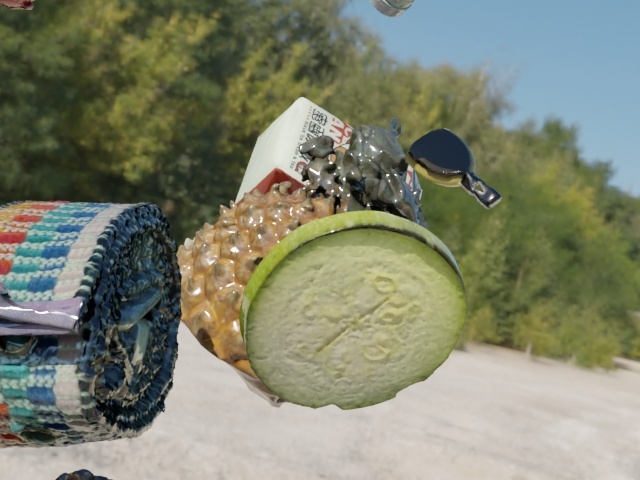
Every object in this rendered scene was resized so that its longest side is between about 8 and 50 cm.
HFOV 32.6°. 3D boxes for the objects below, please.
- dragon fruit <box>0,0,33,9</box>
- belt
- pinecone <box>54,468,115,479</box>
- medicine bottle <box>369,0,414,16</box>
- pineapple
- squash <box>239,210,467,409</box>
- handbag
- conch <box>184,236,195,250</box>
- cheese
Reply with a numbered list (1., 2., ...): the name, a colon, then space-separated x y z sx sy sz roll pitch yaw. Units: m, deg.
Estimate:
1. dragon fruit: -0.432 -0.394 1.604 0.068 0.112 0.126 6 -8 21
2. belt: -0.225 0.072 0.928 0.160 0.207 0.295 0 16 8
3. pinecone: -0.364 0.441 1.670 0.169 0.185 0.212 47 -2 -2
4. medicine bottle: 0.143 -0.368 1.370 0.090 0.091 0.216 13 -32 -31
5. pineapple: 0.001 0.000 1.238 0.223 0.357 0.223 41 -9 8
6. squash: 0.033 0.067 1.035 0.219 0.219 0.041 13 30 -21
7. handbag: 0.030 -0.068 1.739 0.298 0.171 0.151 31 -38 -20
8. conch: -0.138 0.059 1.611 0.155 0.207 0.130 21 -44 -18
9. cheese: 0.200 -0.100 1.581 0.162 0.086 0.036 45 -21 37
